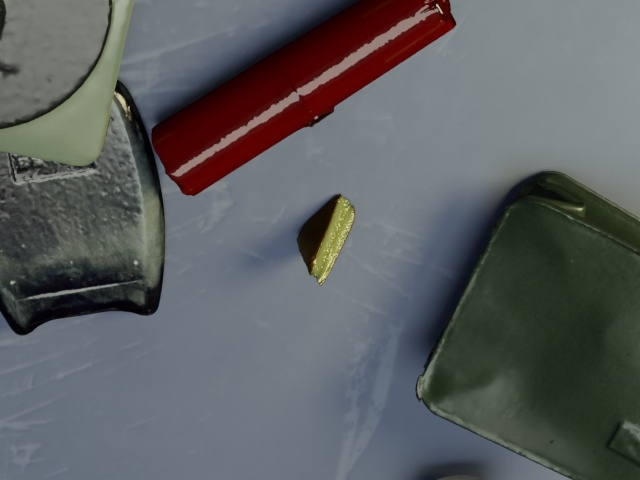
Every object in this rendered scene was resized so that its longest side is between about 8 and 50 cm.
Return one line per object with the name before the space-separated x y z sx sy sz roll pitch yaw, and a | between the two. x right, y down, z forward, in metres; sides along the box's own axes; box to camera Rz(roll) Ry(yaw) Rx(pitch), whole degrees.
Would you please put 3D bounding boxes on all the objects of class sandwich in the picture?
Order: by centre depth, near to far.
sandwich | 0.000 0.000 1.675 0.031 0.044 0.083 38 68 -31

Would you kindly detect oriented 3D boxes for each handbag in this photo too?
handbag | 0.247 0.097 1.682 0.260 0.079 0.247 30 116 9

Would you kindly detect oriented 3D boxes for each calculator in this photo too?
calculator | -0.229 -0.034 1.628 0.177 0.040 0.268 -10 118 -3

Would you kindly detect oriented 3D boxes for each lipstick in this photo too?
lipstick | -0.014 -0.137 1.568 0.279 0.073 0.073 -31 121 13

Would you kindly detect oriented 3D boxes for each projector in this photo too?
projector | -0.281 -0.206 1.480 0.259 0.079 0.257 11 115 -11

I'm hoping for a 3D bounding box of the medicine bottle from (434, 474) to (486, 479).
medicine bottle | 0.143 0.346 1.854 0.135 0.135 0.215 -5 123 -4
